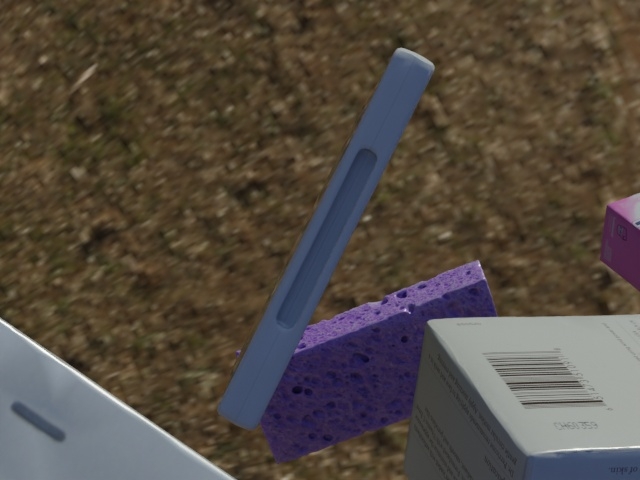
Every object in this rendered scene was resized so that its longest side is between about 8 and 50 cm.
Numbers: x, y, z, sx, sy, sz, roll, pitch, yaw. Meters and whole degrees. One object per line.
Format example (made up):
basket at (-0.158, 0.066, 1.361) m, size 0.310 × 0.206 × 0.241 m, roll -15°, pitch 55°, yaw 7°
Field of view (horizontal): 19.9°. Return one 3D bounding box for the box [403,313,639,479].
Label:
box at (0.168, 0.137, 1.140) m, size 0.182 × 0.181 × 0.119 m, roll 0°, pitch 114°, yaw -18°

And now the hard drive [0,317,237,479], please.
hard drive at (-0.155, 0.171, 0.383) m, size 0.233 × 0.047 × 0.353 m, roll 34°, pitch 71°, yaw 2°

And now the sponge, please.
sponge at (0.045, 0.100, 1.465) m, size 0.210 × 0.031 × 0.117 m, roll -20°, pitch 131°, yaw 1°

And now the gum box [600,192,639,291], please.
gum box at (0.354, -0.007, 1.601) m, size 0.188 × 0.107 × 0.062 m, roll -18°, pitch 129°, yaw -26°

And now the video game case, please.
video game case at (0.000, 0.000, 1.016) m, size 0.026 × 0.227 × 0.206 m, roll 27°, pitch 89°, yaw 0°
